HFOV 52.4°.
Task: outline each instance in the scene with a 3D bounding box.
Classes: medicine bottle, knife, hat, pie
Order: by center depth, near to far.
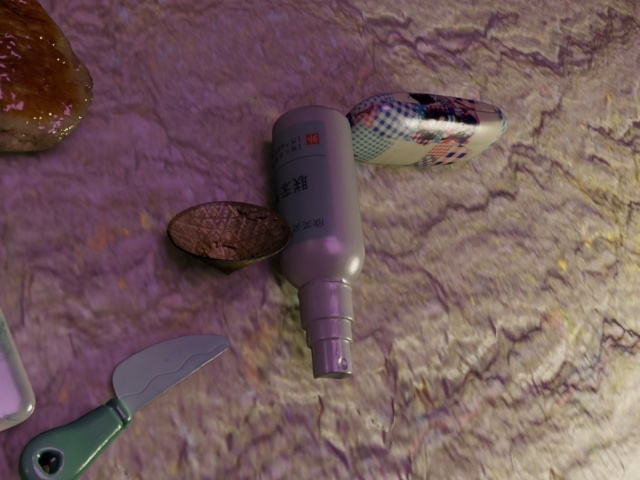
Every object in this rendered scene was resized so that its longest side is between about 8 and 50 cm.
[{"bbox_3d":[-0.194,0.156,0.671,0.063,0.034,0.260,48,42,3],"label":"knife"},{"bbox_3d":[-0.334,-0.190,0.710,0.163,0.079,0.193,-14,77,-43],"label":"pie"},{"bbox_3d":[-0.109,0.014,0.783,0.146,0.067,0.146,5,29,-3],"label":"hat"},{"bbox_3d":[0.000,0.000,0.832,0.110,0.110,0.351,11,62,-32],"label":"medicine bottle"}]

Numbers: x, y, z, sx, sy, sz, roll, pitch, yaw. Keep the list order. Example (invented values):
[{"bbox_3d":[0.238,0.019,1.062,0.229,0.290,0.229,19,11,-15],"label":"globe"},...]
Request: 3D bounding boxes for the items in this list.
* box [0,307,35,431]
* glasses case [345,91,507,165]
[{"bbox_3d":[-0.372,0.053,0.581,0.142,0.044,0.284,-19,79,-36],"label":"box"},{"bbox_3d":[0.165,-0.172,1.029,0.328,0.125,0.076,-4,61,-37],"label":"glasses case"}]
